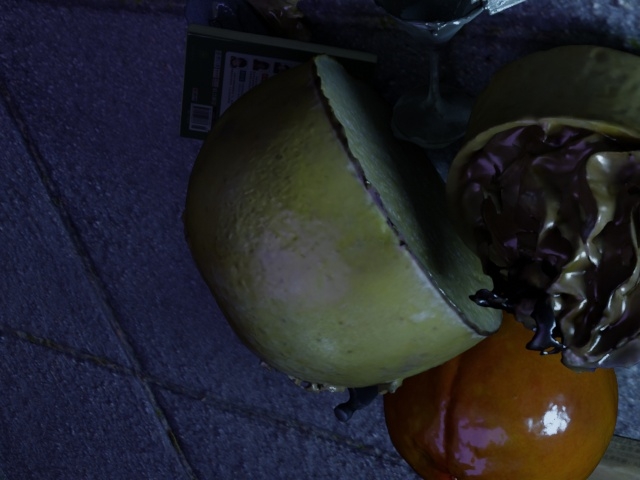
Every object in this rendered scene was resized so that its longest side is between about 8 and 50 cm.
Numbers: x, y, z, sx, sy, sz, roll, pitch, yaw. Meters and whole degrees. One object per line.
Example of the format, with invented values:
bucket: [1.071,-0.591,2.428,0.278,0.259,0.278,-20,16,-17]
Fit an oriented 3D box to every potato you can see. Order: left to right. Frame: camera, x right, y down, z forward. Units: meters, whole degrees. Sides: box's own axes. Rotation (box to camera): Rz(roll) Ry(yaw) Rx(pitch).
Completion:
potato: [0.000,0.000,1.547,0.319,0.385,0.442,-30,107,15]

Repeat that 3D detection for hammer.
hammer: [0.007,0.165,2.063,0.290,0.137,0.037,56,144,1]

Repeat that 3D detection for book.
book: [-0.065,-0.204,1.666,0.264,0.027,0.202,9,137,-3]

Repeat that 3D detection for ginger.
ginger: [-0.053,-0.376,1.548,0.149,0.065,0.259,35,147,11]

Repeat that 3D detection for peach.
peach: [0.263,0.236,1.722,0.342,0.302,0.343,25,142,21]

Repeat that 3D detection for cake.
cake: [0.293,-0.015,1.366,0.332,0.321,0.332,13,142,10]

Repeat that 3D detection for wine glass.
wine glass: [0.141,-0.234,1.462,0.156,0.156,0.232,23,147,22]

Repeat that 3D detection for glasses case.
glasses case: [-0.099,-0.251,1.713,0.109,0.067,0.282,0,133,41]

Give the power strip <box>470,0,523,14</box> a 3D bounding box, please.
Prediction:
power strip: [0.230,-0.297,1.327,0.019,0.136,0.051,-123,11,-50]

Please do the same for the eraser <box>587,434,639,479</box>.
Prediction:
eraser: [0.498,0.389,1.871,0.343,0.078,0.144,7,133,38]
